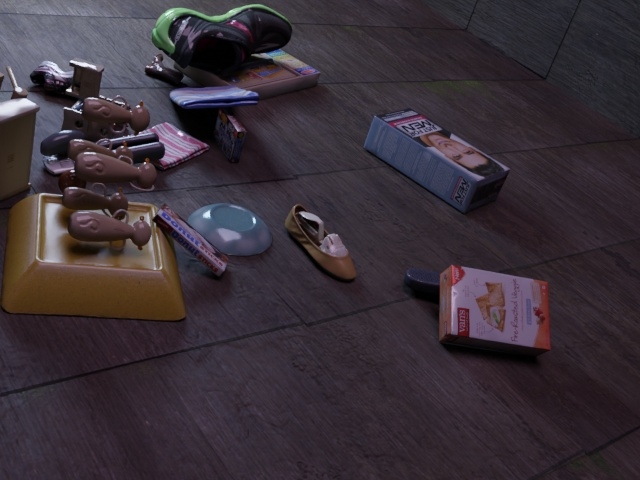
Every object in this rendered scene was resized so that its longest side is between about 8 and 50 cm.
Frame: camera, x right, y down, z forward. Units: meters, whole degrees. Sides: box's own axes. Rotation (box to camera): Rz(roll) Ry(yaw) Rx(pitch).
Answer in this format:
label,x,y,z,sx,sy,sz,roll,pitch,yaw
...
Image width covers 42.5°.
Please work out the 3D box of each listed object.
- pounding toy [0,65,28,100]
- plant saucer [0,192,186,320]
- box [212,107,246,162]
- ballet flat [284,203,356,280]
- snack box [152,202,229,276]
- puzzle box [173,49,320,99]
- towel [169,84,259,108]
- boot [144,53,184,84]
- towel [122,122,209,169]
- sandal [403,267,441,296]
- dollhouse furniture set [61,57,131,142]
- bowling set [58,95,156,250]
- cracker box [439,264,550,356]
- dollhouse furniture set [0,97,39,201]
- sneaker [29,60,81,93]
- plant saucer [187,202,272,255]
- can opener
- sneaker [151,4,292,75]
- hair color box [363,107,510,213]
label,x,y,z,sx,sy,sz,roll,pitch,yaw
pounding toy,-0.810,-0.362,1.977,0.206,0.094,0.181,29,27,-1
plant saucer,-0.433,0.013,1.597,0.332,0.081,0.333,6,34,-21
box,-0.237,-0.276,2.133,0.027,0.094,0.137,-2,36,-30
ballet flat,0.000,0.000,1.849,0.080,0.073,0.232,-16,46,-42
snack box,-0.264,-0.001,1.682,0.178,0.022,0.064,42,20,-13
puzzle box,-0.224,-0.537,2.584,0.272,0.052,0.409,34,35,23
towel,-0.291,-0.388,2.215,0.209,0.034,0.285,-7,16,-16
boot,-0.446,-0.505,2.431,0.114,0.037,0.106,19,44,6
towel,-0.387,-0.242,2.064,0.144,0.029,0.197,30,33,16
sandal,0.311,0.120,1.856,0.254,0.055,0.097,15,22,3
dollhouse furniture set,-0.537,-0.351,2.005,0.128,0.184,0.129,17,31,-2
bowling set,-0.412,-0.129,1.594,0.154,0.287,0.200,8,-1,-28
cracker box,0.370,0.151,1.750,0.232,0.067,0.156,9,67,-13
dollhouse furniture set,-0.773,-0.214,1.657,0.303,0.198,0.286,27,32,14
sneaker,-0.678,-0.404,2.141,0.178,0.072,0.077,20,42,18
plant saucer,-0.198,-0.037,1.838,0.194,0.037,0.195,14,31,-9
can opener,-0.497,-0.214,1.889,0.283,0.095,0.076,-15,52,-28
sneaker,-0.271,-0.578,2.449,0.482,0.185,0.202,-18,65,-40
hair color box,0.329,-0.236,2.349,0.374,0.114,0.185,37,36,26
